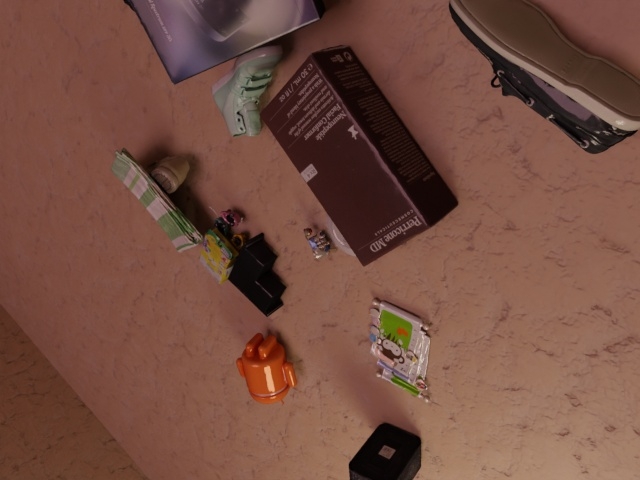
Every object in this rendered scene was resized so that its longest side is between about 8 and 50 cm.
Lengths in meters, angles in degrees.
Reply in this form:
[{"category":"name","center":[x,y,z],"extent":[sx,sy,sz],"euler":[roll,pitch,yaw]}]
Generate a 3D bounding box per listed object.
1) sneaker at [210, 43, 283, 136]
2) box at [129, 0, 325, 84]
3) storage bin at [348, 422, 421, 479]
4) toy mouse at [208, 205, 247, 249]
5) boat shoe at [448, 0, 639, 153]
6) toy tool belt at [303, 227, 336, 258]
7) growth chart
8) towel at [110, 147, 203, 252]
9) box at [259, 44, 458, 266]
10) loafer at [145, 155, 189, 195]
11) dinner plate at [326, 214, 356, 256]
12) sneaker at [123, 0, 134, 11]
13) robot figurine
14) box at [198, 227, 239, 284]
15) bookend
[{"category":"sneaker","center":[-0.139,-0.316,1.112],"extent":[0.256,0.094,0.150],"euler":[-18,94,53]},{"category":"box","center":[-0.182,-0.481,0.888],"extent":[0.294,0.182,0.296],"euler":[-20,116,13]},{"category":"storage bin","center":[0.163,0.557,1.264],"extent":[0.122,0.180,0.084],"euler":[12,120,34]},{"category":"toy mouse","center":[-0.248,-0.046,1.379],"extent":[0.143,0.031,0.161],"euler":[47,144,8]},{"category":"boat shoe","center":[0.318,-0.254,0.763],"extent":[0.340,0.127,0.113],"euler":[39,154,13]},{"category":"toy tool belt","center":[0.000,0.000,1.205],"extent":[0.051,0.052,0.083],"euler":[-24,101,12]},{"category":"growth chart","center":[0.185,0.256,1.202],"extent":[0.172,0.021,0.237],"euler":[15,120,34]},{"category":"towel","center":[-0.478,-0.103,1.458],"extent":[0.324,0.038,0.248],"euler":[51,156,-12]},{"category":"box","center":[0.069,-0.161,0.998],"extent":[0.381,0.143,0.191],"euler":[54,134,1]},{"category":"loafer","center":[-0.435,-0.179,1.432],"extent":[0.269,0.092,0.101],"euler":[5,133,55]},{"category":"dinner plate","center":[0.068,-0.025,1.153],"extent":[0.141,0.017,0.141],"euler":[20,125,32]},{"category":"sneaker","center":[-0.414,-0.562,1.190],"extent":[0.341,0.125,0.139],"euler":[38,136,20]},{"category":"robot figurine","center":[-0.158,0.377,1.469],"extent":[0.128,0.158,0.219],"euler":[-125,25,-66]},{"category":"box","center":[-0.287,0.041,1.433],"extent":[0.105,0.043,0.179],"euler":[47,147,9]},{"category":"bookend","center":[-0.150,0.091,1.350],"extent":[0.156,0.072,0.157],"euler":[41,131,14]}]
